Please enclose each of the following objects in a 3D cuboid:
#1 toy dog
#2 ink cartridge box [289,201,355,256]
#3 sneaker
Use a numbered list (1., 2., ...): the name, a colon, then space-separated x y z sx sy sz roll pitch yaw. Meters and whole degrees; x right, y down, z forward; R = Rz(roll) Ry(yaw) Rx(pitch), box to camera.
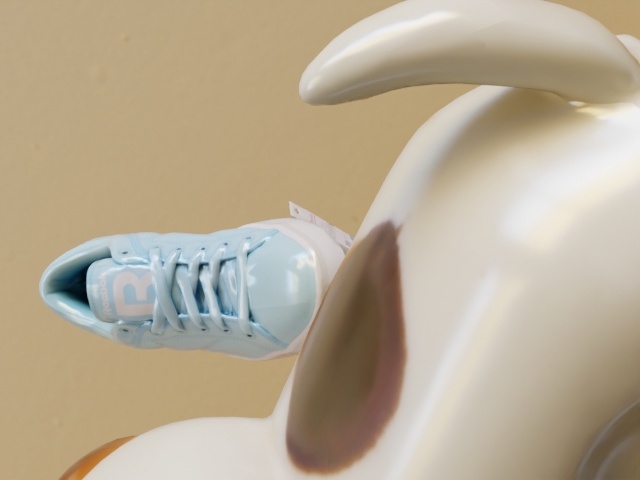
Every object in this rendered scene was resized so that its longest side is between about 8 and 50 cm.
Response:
1. toy dog: 0.050 0.127 0.652 0.408 0.285 0.395 -38 -47 11
2. ink cartridge box: 0.000 0.000 1.342 0.083 0.048 0.028 30 -77 -11
3. sneaker: -0.132 0.055 1.330 0.150 0.366 0.135 -10 -88 -42
